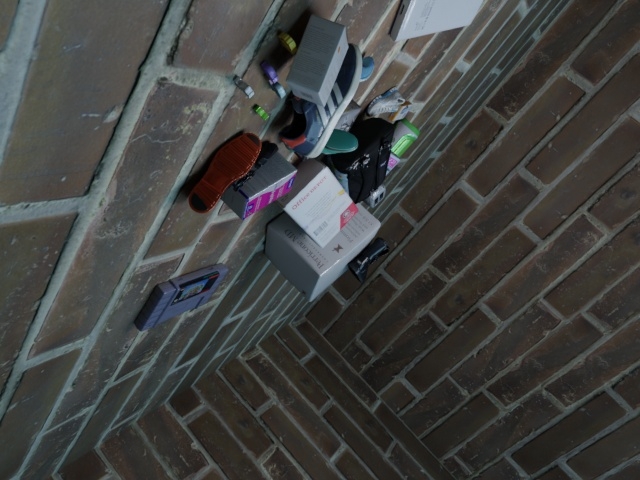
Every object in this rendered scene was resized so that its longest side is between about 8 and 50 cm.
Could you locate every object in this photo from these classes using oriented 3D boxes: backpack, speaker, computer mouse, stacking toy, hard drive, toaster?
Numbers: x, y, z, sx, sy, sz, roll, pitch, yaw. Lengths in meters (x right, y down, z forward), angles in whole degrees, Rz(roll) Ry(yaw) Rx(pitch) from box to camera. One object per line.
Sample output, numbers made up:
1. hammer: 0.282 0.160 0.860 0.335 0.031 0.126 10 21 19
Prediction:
1. backpack: 0.157 -0.309 1.972 0.290 0.273 0.355 -44 146 -13
2. speaker: 0.341 -0.444 2.312 0.296 0.131 0.131 -48 166 14
3. computer mouse: -0.197 -0.225 1.423 0.071 0.041 0.242 -31 -161 42
4. stacking toy: -0.116 -0.405 1.215 0.167 0.052 0.221 -45 167 0
5. hard drive: 0.388 -0.753 1.510 0.318 0.040 0.210 -21 158 -21
6. toaster: 0.259 -0.269 2.546 0.129 0.146 0.227 -42 167 -7

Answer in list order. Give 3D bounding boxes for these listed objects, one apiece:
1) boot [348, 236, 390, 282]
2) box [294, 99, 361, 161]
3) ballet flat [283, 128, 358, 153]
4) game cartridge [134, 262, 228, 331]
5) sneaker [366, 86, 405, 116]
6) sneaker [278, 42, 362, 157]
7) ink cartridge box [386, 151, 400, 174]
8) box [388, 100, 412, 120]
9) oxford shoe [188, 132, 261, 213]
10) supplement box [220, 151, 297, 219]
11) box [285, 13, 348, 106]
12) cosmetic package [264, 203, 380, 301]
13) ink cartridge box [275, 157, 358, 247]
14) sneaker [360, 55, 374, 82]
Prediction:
1. boot: 0.235 0.092 2.240 0.207 0.094 0.246 -40 162 -4
2. box: 0.026 -0.389 1.677 0.231 0.056 0.183 -32 162 -44
3. ballet flat: -0.004 -0.321 1.557 0.247 0.083 0.087 3 165 -14
4. game cartridge: -0.525 0.212 1.844 0.230 0.068 0.355 -47 167 28
5. sneaker: 0.263 -0.536 1.893 0.190 0.083 0.071 -38 167 -21
6. sneaker: -0.008 -0.417 1.382 0.148 0.131 0.350 17 107 -33
7. ink cartridge box: 0.204 -0.313 2.226 0.185 0.065 0.311 24 121 -41
8. box: 0.367 -0.588 2.167 0.136 0.028 0.081 -31 161 -52
9. oxford shoe: -0.274 -0.196 1.349 0.271 0.097 0.098 -47 -165 -2
10. supplement box: -0.196 -0.181 1.523 0.220 0.114 0.111 -38 164 -33
11. box: -0.005 -0.443 1.189 0.130 0.091 0.171 -3 115 -83
12. cosmetic package: 0.000 0.000 2.181 0.393 0.329 0.327 -40 166 -25
13. ink cartridge box: -0.018 -0.147 1.854 0.226 0.131 0.306 -45 137 -3
14. sneaker: 0.109 -0.531 1.488 0.162 0.063 0.073 -40 163 -20
